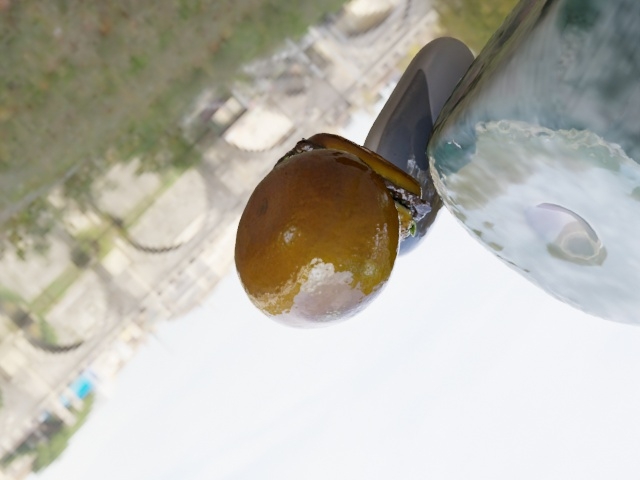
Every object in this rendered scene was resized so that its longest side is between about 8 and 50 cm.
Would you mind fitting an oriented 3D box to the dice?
[{"bbox_3d":[0.337,-0.137,1.388,0.348,0.330,0.328,-54,-175,-24],"label":"dice"}]

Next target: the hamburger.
[{"bbox_3d":[0.025,-0.038,1.395,0.137,0.165,0.087,-39,-152,64],"label":"hamburger"}]

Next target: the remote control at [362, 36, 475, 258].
[{"bbox_3d":[0.133,-0.124,1.742,0.103,0.221,0.332,13,-128,27],"label":"remote control"}]

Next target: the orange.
[{"bbox_3d":[0.000,0.000,1.116,0.156,0.124,0.156,-38,-144,35],"label":"orange"}]
